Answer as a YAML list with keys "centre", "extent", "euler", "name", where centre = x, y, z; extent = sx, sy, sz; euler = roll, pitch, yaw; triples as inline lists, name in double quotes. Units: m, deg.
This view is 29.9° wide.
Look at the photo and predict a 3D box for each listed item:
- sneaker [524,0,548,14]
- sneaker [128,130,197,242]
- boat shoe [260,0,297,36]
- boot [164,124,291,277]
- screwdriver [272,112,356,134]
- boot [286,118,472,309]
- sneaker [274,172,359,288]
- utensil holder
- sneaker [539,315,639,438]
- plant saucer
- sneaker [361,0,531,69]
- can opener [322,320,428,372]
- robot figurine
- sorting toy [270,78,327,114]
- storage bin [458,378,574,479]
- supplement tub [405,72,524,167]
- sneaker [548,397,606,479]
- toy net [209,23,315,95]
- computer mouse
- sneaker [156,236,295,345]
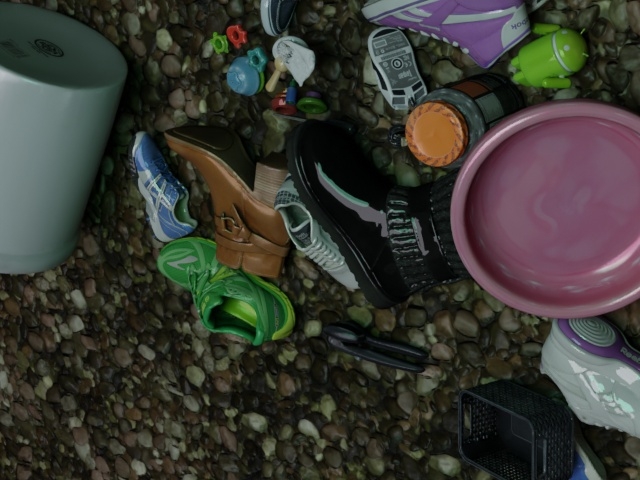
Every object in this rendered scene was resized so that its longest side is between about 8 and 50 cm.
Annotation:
- centre: [0.289, -0.338, 1.716]
  extent: [0.083, 0.032, 0.037]
  euler: [-26, 91, 37]
  name: "sneaker"
- centre: [-0.282, -0.101, 2.166]
  extent: [0.081, 0.080, 0.211]
  euler: [-8, 111, 29]
  name: "sneaker"
- centre: [-0.039, -0.404, 1.895]
  extent: [0.083, 0.065, 0.183]
  euler: [23, 118, 25]
  name: "boat shoe"
- centre: [-0.160, -0.071, 2.083]
  extent: [0.283, 0.109, 0.220]
  euler: [20, 120, 19]
  name: "boot"
- centre: [-0.010, -0.197, 1.983]
  extent: [0.170, 0.025, 0.024]
  euler: [17, 116, 38]
  name: "screwdriver"
- centre: [0.125, -0.073, 1.855]
  extent: [0.260, 0.131, 0.348]
  euler: [-27, 99, 43]
  name: "boot"
- centre: [0.000, 0.000, 1.962]
  extent: [0.090, 0.095, 0.235]
  euler: [-24, 115, 31]
  name: "sneaker"
- centre: [-0.544, -0.189, 2.161]
  extent: [0.327, 0.327, 0.385]
  euler: [36, 120, 19]
  name: "utensil holder"
- centre: [0.456, 0.232, 1.771]
  extent: [0.305, 0.114, 0.152]
  euler: [41, 138, 21]
  name: "sneaker"
- centre: [0.348, -0.050, 1.679]
  extent: [0.332, 0.084, 0.332]
  euler: [2, 118, 4]
  name: "plant saucer"
- centre: [0.182, -0.312, 1.746]
  extent: [0.282, 0.102, 0.161]
  euler: [2, 126, 52]
  name: "sneaker"
- centre: [0.092, 0.184, 2.017]
  extent: [0.186, 0.073, 0.059]
  euler: [20, 109, 17]
  name: "can opener"
- centre: [0.327, -0.258, 1.696]
  extent: [0.115, 0.067, 0.101]
  euler: [-22, 63, 38]
  name: "robot figurine"
- centre: [-0.036, -0.236, 1.967]
  extent: [0.102, 0.061, 0.042]
  euler: [0, 72, 27]
  name: "sorting toy"
- centre: [0.300, 0.299, 1.853]
  extent: [0.180, 0.084, 0.122]
  euler: [19, 115, 55]
  name: "storage bin"
- centre: [0.207, -0.171, 1.730]
  extent: [0.117, 0.190, 0.117]
  euler: [12, 113, 31]
  name: "supplement tub"
- centre: [0.373, 0.325, 1.872]
  extent: [0.084, 0.058, 0.152]
  euler: [-29, 95, 29]
  name: "sneaker"
- centre: [-0.083, -0.301, 1.945]
  extent: [0.232, 0.045, 0.122]
  euler: [-3, 108, 46]
  name: "toy net"
- centre: [0.127, -0.236, 1.841]
  extent: [0.042, 0.106, 0.193]
  euler: [133, 118, -75]
  name: "computer mouse"
- centre: [-0.181, 0.087, 2.125]
  extent: [0.295, 0.123, 0.109]
  euler: [29, 122, 24]
  name: "sneaker"
